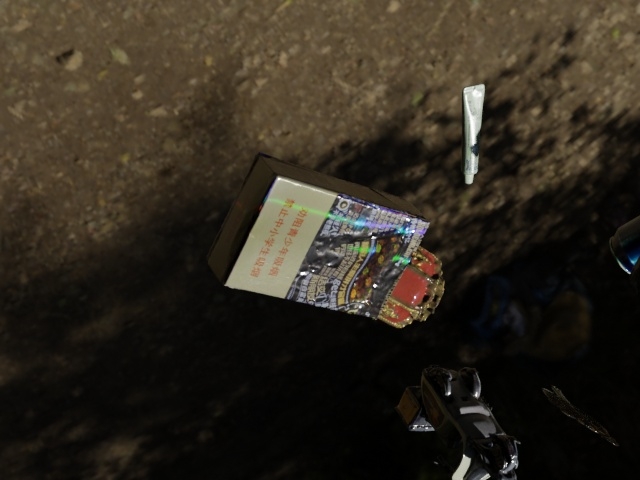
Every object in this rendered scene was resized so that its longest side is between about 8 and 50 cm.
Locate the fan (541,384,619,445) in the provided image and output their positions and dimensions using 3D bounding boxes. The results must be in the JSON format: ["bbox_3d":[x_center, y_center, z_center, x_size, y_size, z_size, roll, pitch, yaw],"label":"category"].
[{"bbox_3d":[0.456,0.303,1.740,0.008,0.153,0.226,-57,-174,7],"label":"fan"}]

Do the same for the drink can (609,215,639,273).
[{"bbox_3d":[0.720,-0.014,2.005,0.118,0.118,0.205,1,152,-47],"label":"drink can"}]

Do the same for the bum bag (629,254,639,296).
[{"bbox_3d":[0.515,-0.020,1.283,0.080,0.142,0.326,-20,-148,56],"label":"bum bag"}]

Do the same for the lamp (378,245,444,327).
[{"bbox_3d":[0.094,0.047,1.756,0.274,0.177,0.177,28,124,-15],"label":"lamp"}]

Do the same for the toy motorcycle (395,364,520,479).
[{"bbox_3d":[0.226,0.309,1.526,0.091,0.263,0.157,5,122,-30],"label":"toy motorcycle"}]

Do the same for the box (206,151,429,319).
[{"bbox_3d":[0.000,0.000,1.505,0.310,0.084,0.198,15,110,-34],"label":"box"}]

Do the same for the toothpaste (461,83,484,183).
[{"bbox_3d":[0.281,-0.196,1.773,0.048,0.029,0.197,-15,121,-23],"label":"toothpaste"}]
